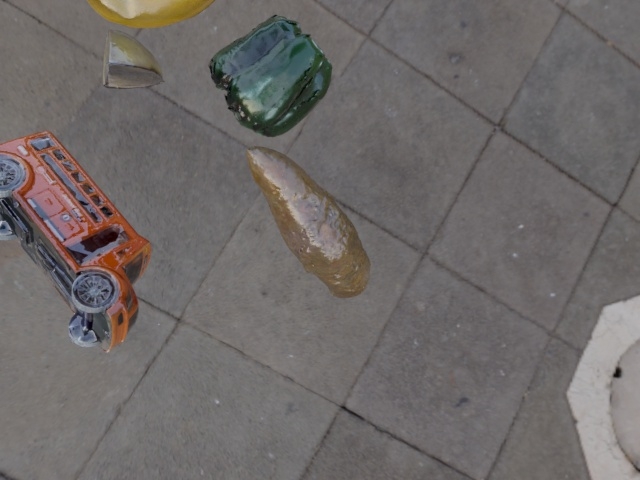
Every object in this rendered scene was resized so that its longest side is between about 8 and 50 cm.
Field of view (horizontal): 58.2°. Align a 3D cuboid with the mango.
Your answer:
[{"bbox_3d":[-0.157,-0.288,0.613,0.190,0.075,0.098,-43,110,-21],"label":"mango"}]

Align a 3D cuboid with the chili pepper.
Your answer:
[{"bbox_3d":[-0.114,-0.397,1.377,0.256,0.233,0.249,-40,95,12],"label":"chili pepper"}]

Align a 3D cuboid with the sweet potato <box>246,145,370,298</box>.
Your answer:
[{"bbox_3d":[0.003,0.003,0.790,0.092,0.114,0.341,-47,140,-11],"label":"sweet potato"}]

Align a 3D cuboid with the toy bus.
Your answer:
[{"bbox_3d":[-0.366,0.000,0.854,0.329,0.143,0.153,47,52,11],"label":"toy bus"}]

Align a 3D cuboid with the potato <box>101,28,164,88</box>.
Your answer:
[{"bbox_3d":[-0.382,-0.379,1.177,0.120,0.261,0.100,-2,95,-23],"label":"potato"}]
